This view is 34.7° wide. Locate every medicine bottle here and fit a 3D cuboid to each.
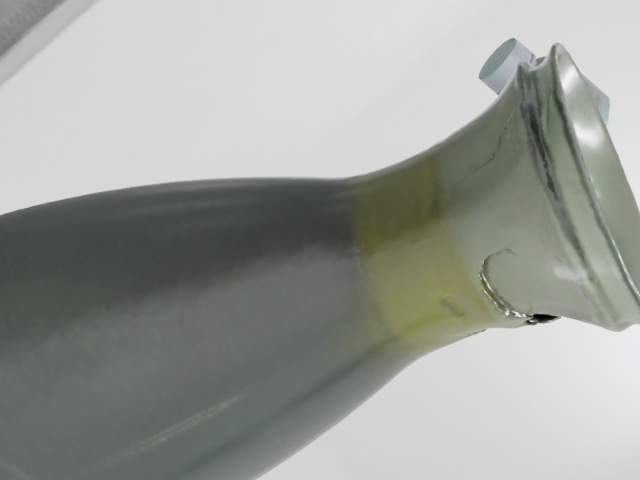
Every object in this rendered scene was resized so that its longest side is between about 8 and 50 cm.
[{"bbox_3d":[0.213,-0.139,0.990,0.074,0.118,0.055,-39,-161,41],"label":"medicine bottle"}]

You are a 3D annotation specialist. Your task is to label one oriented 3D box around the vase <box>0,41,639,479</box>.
[{"bbox_3d":[-0.025,0.032,0.449,0.321,0.173,0.173,-20,-177,20],"label":"vase"}]
